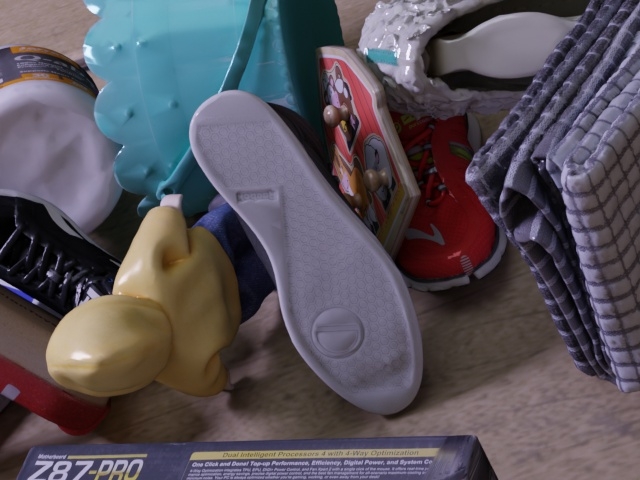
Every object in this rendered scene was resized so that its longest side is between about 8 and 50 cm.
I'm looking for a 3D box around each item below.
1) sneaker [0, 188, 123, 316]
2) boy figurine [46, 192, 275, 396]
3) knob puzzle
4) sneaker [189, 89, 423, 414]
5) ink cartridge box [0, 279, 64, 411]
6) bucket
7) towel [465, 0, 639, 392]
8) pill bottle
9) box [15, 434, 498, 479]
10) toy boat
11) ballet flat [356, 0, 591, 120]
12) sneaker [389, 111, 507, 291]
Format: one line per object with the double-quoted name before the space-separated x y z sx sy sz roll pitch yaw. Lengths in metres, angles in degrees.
"sneaker" -0.220 0.028 1.562 0.079 0.217 0.121 -59 22 5
"boy figurine" -0.117 0.058 1.509 0.092 0.177 0.285 -5 23 34
"knob puzzle" 0.024 -0.080 1.536 0.030 0.213 0.213 -15 37 -15
"sneaker" 0.000 0.000 1.488 0.104 0.295 0.147 -31 6 10
"ink cartridge box" -0.375 0.134 1.659 0.176 0.069 0.371 14 51 38
"bucket" -0.088 -0.163 1.679 0.183 0.281 0.281 -9 42 14
"towel" 0.248 -0.053 1.391 0.121 0.235 0.283 10 50 40
"pill bottle" -0.285 -0.103 1.757 0.162 0.162 0.278 -30 22 -4
"box" -0.088 0.291 1.305 0.395 0.097 0.318 -5 46 25
"toy boat" -0.299 0.117 1.542 0.151 0.231 0.151 -59 8 2
"ballet flat" 0.236 -0.169 1.523 0.409 0.147 0.147 -11 38 -11
"sneaker" 0.089 -0.066 1.582 0.107 0.118 0.279 -20 40 9
